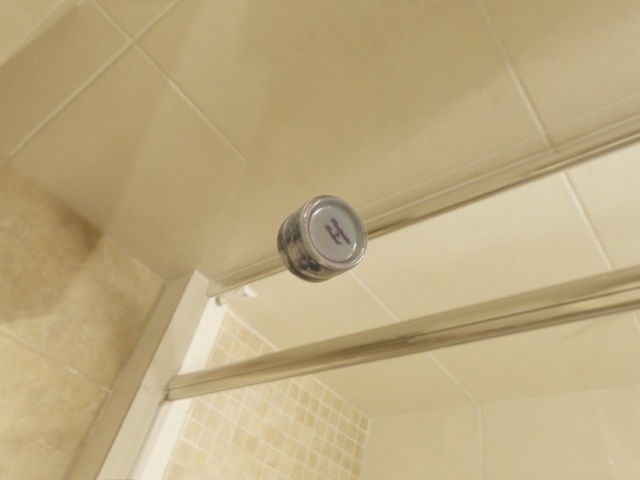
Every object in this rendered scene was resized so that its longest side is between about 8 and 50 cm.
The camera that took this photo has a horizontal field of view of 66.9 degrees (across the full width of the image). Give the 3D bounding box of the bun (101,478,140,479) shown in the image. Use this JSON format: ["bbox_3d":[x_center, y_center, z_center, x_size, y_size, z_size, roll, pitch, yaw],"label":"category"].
[{"bbox_3d":[-0.229,0.307,0.455,0.263,0.263,0.175,58,24,-16],"label":"bun"}]

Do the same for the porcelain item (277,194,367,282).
[{"bbox_3d":[0.000,0.000,0.902,0.147,0.114,0.147,12,67,-29],"label":"porcelain item"}]
